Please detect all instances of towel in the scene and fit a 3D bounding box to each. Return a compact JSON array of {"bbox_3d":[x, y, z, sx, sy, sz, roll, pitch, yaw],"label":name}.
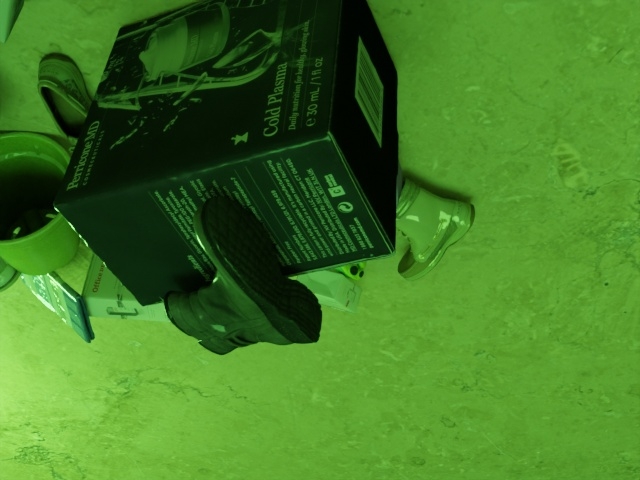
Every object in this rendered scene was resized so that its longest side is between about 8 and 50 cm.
[{"bbox_3d":[-0.667,0.116,2.106,0.285,0.034,0.209,36,147,24],"label":"towel"}]

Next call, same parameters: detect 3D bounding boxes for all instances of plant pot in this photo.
[{"bbox_3d":[-0.648,-0.054,1.876,0.275,0.276,0.254,3,152,1],"label":"plant pot"}]

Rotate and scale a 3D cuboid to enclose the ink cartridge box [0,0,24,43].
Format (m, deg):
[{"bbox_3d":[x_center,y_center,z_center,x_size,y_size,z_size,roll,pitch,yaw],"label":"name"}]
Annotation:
[{"bbox_3d":[-0.643,-0.514,1.401,0.309,0.130,0.272,17,137,-15],"label":"ink cartridge box"}]

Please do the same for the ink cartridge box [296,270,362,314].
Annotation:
[{"bbox_3d":[0.027,0.124,2.097,0.115,0.067,0.198,14,168,24],"label":"ink cartridge box"}]

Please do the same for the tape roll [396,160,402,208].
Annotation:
[{"bbox_3d":[0.031,-0.115,1.781,0.274,0.090,0.275,6,122,9],"label":"tape roll"}]

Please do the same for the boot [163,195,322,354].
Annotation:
[{"bbox_3d":[-0.163,0.080,1.337,0.222,0.118,0.338,-11,133,25],"label":"boot"}]

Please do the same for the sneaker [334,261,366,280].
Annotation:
[{"bbox_3d":[0.000,0.000,1.999,0.295,0.110,0.123,34,157,-35],"label":"sneaker"}]

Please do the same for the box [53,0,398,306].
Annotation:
[{"bbox_3d":[-0.131,-0.188,1.473,0.471,0.480,0.297,-14,136,20],"label":"box"}]

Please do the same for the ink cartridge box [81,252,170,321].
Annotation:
[{"bbox_3d":[-0.466,0.111,2.107,0.217,0.159,0.092,5,141,0],"label":"ink cartridge box"}]

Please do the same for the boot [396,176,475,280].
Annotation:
[{"bbox_3d":[0.199,-0.024,1.936,0.203,0.095,0.262,21,135,-20],"label":"boot"}]

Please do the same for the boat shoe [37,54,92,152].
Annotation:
[{"bbox_3d":[-0.503,-0.243,1.741,0.104,0.089,0.285,-9,139,14],"label":"boat shoe"}]

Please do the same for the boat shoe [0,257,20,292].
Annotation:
[{"bbox_3d":[-0.835,0.048,2.031,0.302,0.113,0.103,10,150,38],"label":"boat shoe"}]
